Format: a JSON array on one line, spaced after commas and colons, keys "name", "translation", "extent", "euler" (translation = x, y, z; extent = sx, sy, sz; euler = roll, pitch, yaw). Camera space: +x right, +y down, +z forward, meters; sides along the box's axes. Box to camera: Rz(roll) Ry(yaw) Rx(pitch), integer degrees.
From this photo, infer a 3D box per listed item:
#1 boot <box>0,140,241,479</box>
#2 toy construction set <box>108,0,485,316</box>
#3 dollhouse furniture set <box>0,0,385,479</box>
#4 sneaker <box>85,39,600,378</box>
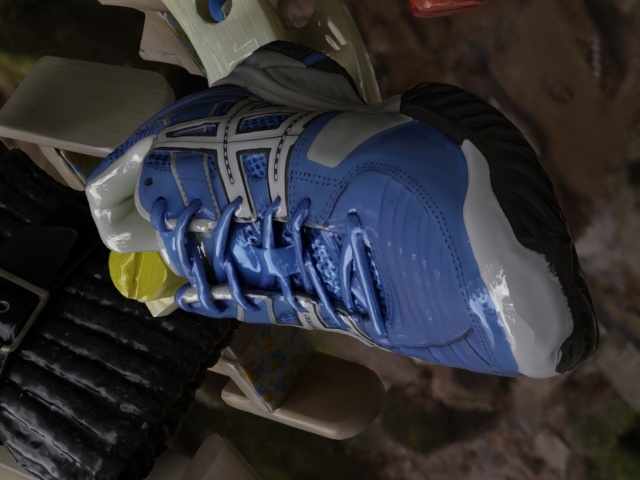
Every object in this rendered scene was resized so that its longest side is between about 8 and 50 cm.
[{"name": "boot", "translation": [-0.228, 0.091, 0.849], "extent": [0.260, 0.348, 0.131], "euler": [38, 165, 1]}, {"name": "toy construction set", "translation": [0.059, -0.098, 0.579], "extent": [0.151, 0.327, 0.215], "euler": [-7, -92, -77]}, {"name": "dollhouse furniture set", "translation": [-0.050, 0.043, 1.066], "extent": [0.256, 0.394, 0.362], "euler": [14, 150, 39]}, {"name": "sneaker", "translation": [0.000, 0.000, 0.418], "extent": [0.211, 0.081, 0.080], "euler": [24, 138, 63]}]
